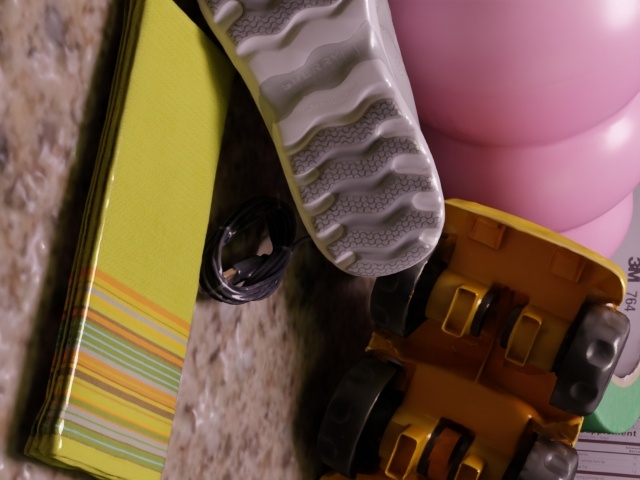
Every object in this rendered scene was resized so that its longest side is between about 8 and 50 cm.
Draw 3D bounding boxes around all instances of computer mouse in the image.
[{"bbox_3d":[0.000,0.000,0.807,0.242,0.041,0.071,-12,89,-54],"label":"computer mouse"}]

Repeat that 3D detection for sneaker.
[{"bbox_3d":[-0.011,-0.120,0.739,0.115,0.105,0.281,-104,180,-80],"label":"sneaker"}]

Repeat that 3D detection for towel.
[{"bbox_3d":[-0.088,0.000,0.657,0.102,0.021,0.237,43,52,-60],"label":"towel"}]

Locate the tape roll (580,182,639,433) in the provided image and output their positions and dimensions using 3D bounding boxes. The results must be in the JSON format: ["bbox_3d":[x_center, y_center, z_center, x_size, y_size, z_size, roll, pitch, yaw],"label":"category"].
[{"bbox_3d":[0.241,0.011,1.203,0.321,0.077,0.321,3,87,-62],"label":"tape roll"}]

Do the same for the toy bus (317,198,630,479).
[{"bbox_3d":[0.117,0.081,0.857,0.211,0.149,0.220,-21,132,-65],"label":"toy bus"}]

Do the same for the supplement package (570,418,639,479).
[{"bbox_3d":[0.301,0.302,1.251,0.139,0.133,0.244,45,52,-52],"label":"supplement package"}]

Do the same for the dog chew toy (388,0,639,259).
[{"bbox_3d":[0.139,-0.099,0.904,0.332,0.206,0.207,74,31,-42],"label":"dog chew toy"}]
